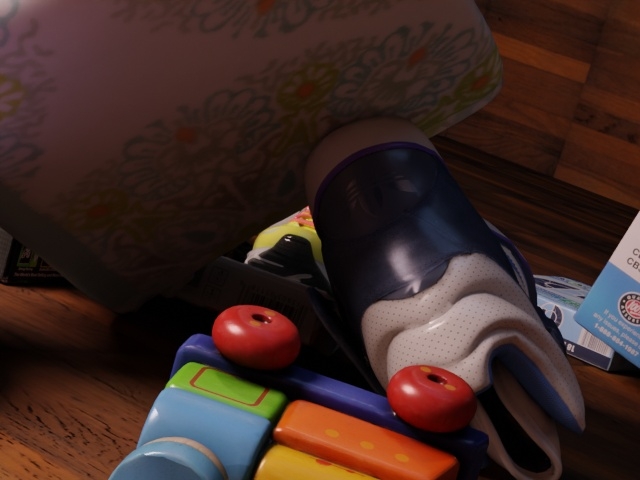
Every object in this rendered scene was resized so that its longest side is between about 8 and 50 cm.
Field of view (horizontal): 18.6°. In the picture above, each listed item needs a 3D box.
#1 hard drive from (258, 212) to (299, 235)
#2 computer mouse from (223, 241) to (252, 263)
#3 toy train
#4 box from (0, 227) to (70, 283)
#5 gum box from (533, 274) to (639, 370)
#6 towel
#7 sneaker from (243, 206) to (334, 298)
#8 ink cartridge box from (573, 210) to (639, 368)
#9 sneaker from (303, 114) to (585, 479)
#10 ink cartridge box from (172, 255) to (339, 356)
[{"bbox_3d":[-0.221,-0.065,1.615,0.353,0.047,0.233,13,-1,-26],"label":"hard drive"},{"bbox_3d":[-0.140,-0.003,1.555,0.071,0.041,0.242,3,-9,43],"label":"computer mouse"},{"bbox_3d":[0.032,0.125,0.864,0.248,0.105,0.143,19,19,8],"label":"toy train"},{"bbox_3d":[-0.155,-0.062,1.370,0.045,0.184,0.191,23,9,29],"label":"box"},{"bbox_3d":[0.245,0.074,1.803,0.157,0.041,0.184,23,9,33],"label":"gum box"},{"bbox_3d":[-0.070,-0.110,1.180,0.090,0.320,0.374,61,6,26],"label":"towel"},{"bbox_3d":[0.000,0.000,1.492,0.081,0.094,0.208,21,-3,10],"label":"sneaker"},{"bbox_3d":[0.387,0.007,1.622,0.198,0.270,0.197,37,16,26],"label":"ink cartridge box"},{"bbox_3d":[0.098,0.084,1.282,0.236,0.130,0.323,67,6,34],"label":"sneaker"},{"bbox_3d":[-0.049,0.049,1.432,0.145,0.045,0.179,19,-10,15],"label":"ink cartridge box"}]
